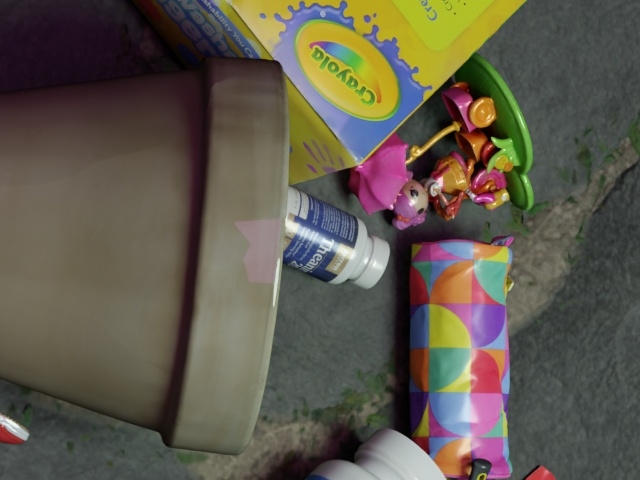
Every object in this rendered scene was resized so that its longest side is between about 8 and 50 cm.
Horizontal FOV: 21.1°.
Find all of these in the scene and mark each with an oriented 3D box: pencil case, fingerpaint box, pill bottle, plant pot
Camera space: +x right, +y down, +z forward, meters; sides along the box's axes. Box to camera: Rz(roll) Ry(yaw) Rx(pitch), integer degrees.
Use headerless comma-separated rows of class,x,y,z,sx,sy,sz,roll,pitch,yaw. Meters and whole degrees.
pencil case,0.135,0.108,1.607,0.104,0.104,0.236,6,84,-26
fingerpaint box,-0.020,-0.337,1.535,0.371,0.163,0.445,-46,104,-23
pill bottle,0.011,0.273,1.515,0.221,0.124,0.124,-42,103,-23
pill bottle,0.000,0.000,1.566,0.120,0.067,0.067,24,75,-22
plant pot,-0.186,0.000,1.371,0.280,0.323,0.323,6,82,-8

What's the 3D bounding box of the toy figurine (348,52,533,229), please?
toy figurine,0.104,-0.068,1.619,0.159,0.130,0.173,-28,122,-12

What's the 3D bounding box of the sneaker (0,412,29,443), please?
sneaker,-0.304,0.162,1.415,0.118,0.042,0.067,23,72,-15

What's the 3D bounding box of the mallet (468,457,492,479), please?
mallet,0.127,0.283,1.573,0.062,0.039,0.190,14,112,-27

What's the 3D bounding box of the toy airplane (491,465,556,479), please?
toy airplane,0.194,0.296,1.655,0.151,0.028,0.151,2,85,-25
